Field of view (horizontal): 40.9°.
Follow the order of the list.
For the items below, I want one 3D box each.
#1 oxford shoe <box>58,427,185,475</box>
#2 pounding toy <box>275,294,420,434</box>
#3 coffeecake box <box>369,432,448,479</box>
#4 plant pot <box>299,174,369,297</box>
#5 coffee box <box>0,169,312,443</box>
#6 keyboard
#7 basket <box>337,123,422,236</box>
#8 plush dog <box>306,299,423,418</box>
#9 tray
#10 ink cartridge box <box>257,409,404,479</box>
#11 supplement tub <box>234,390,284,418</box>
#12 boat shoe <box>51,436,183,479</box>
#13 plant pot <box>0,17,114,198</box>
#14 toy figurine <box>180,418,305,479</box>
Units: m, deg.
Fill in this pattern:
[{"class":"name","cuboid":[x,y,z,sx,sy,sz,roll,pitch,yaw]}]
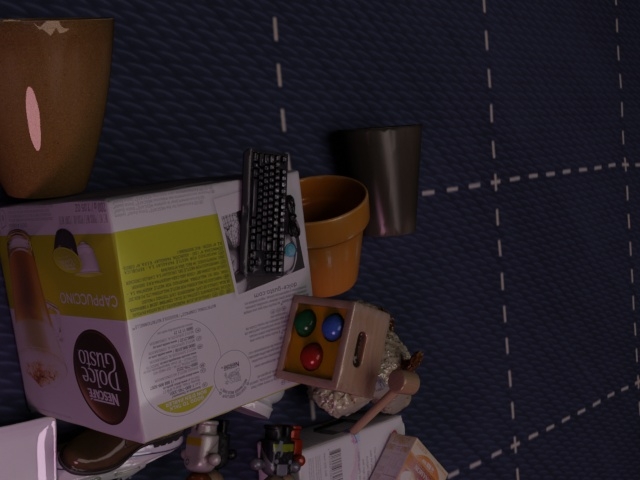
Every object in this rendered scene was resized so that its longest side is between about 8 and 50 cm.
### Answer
[{"class":"oxford shoe","cuboid":[-0.307,0.295,1.356,0.227,0.083,0.096,-21,147,-42]},{"class":"pounding toy","cuboid":[0.036,0.179,1.221,0.094,0.206,0.181,23,76,-43]},{"class":"coffeecake box","cuboid":[0.164,0.506,1.721,0.142,0.068,0.185,52,56,-33]},{"class":"plant pot","cuboid":[0.000,0.000,1.673,0.205,0.205,0.187,-34,128,-39]},{"class":"coffee box","cuboid":[-0.247,0.082,1.322,0.338,0.338,0.334,-14,100,-44]},{"class":"keyboard","cuboid":[-0.068,-0.038,1.244,0.108,0.023,0.180,5,87,-44]},{"class":"basket","cuboid":[0.132,-0.128,1.822,0.204,0.154,0.226,-10,100,-42]},{"class":"plush dog","cuboid":[0.092,0.217,1.750,0.263,0.210,0.225,4,45,-41]},{"class":"tray","cuboid":[-0.471,0.407,1.303,0.145,0.030,0.270,-5,99,-42]},{"class":"ink cartridge box","cuboid":[0.029,0.486,1.727,0.306,0.131,0.226,-5,93,-46]},{"class":"supplement tub","cuboid":[-0.120,0.213,1.577,0.144,0.144,0.199,33,67,-39]},{"class":"boat shoe","cuboid":[-0.337,0.360,1.425,0.226,0.083,0.075,-2,102,-32]},{"class":"plant pot","cuboid":[-0.412,-0.197,1.264,0.237,0.237,0.254,-17,112,-43]},{"class":"toy figurine","cuboid":[-0.134,0.391,1.497,0.209,0.213,0.148,82,12,-78]}]
